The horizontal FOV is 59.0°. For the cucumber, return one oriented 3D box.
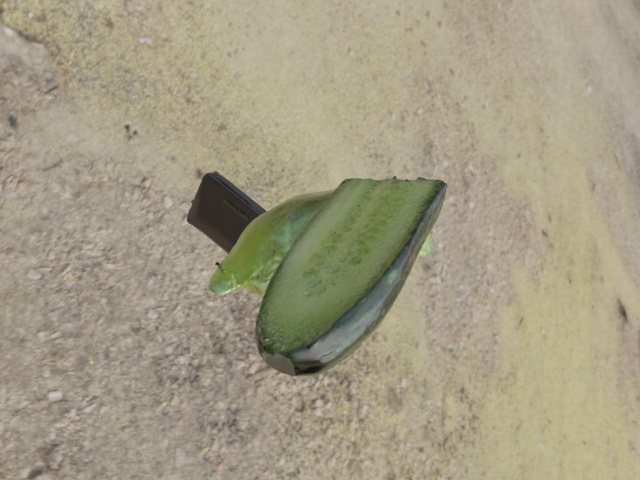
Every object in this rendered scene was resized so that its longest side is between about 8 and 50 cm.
[{"bbox_3d":[0.026,0.026,0.463,0.244,0.115,0.063,-49,129,-46],"label":"cucumber"}]

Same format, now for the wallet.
[{"bbox_3d":[-0.190,-0.039,1.228,0.250,0.149,0.044,39,28,20],"label":"wallet"}]

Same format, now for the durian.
[{"bbox_3d":[0.000,0.000,0.633,0.139,0.249,0.101,-106,-173,-74],"label":"durian"}]
